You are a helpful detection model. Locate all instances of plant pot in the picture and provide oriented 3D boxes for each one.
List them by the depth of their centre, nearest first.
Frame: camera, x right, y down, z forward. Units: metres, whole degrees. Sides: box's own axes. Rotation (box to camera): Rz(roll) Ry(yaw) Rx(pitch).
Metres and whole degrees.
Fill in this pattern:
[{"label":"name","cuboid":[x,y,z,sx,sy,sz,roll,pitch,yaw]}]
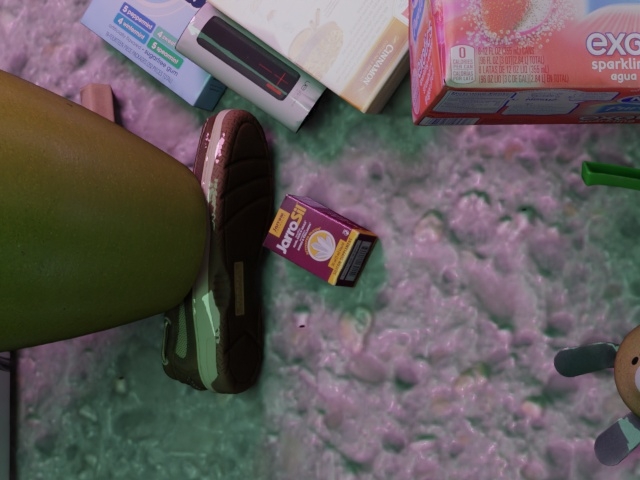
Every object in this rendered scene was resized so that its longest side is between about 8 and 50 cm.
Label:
[{"label":"plant pot","cuboid":[-0.256,-0.020,1.469,0.275,0.294,0.274,-13,73,53]}]

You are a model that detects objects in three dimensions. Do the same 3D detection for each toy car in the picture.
[{"label":"toy car","cuboid":[0.275,0.104,1.356,0.188,0.149,0.155,-25,85,33]}]

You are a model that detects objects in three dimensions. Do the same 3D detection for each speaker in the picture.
[{"label":"speaker","cuboid":[-0.061,-0.155,1.556,0.136,0.055,0.055,36,102,0]}]

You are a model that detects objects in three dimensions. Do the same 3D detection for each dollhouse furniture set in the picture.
[{"label":"dollhouse furniture set","cuboid":[-0.196,-0.088,1.668,0.081,0.091,0.114,115,152,-51]}]

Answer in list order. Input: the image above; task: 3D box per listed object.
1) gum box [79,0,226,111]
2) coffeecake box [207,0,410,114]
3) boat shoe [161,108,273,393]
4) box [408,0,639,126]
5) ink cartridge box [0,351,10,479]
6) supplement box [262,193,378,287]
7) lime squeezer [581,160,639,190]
[{"label":"gum box","cuboid":[-0.118,-0.241,1.626,0.157,0.041,0.184,37,102,23]},{"label":"coffeecake box","cuboid":[0.012,-0.221,1.522,0.185,0.068,0.142,37,101,9]},{"label":"boat shoe","cuboid":[-0.108,0.008,1.570,0.095,0.095,0.257,2,86,32]},{"label":"box","cuboid":[0.224,-0.170,1.319,0.300,0.154,0.142,-1,84,-5]},{"label":"ink cartridge box","cuboid":[-0.410,0.087,1.630,0.129,0.223,0.307,-4,83,31]},{"label":"supplement box","cuboid":[0.000,0.000,1.544,0.083,0.043,0.055,28,99,26]},{"label":"lime squeezer","cuboid":[0.348,-0.065,1.356,0.310,0.110,0.059,-14,39,-6]}]
